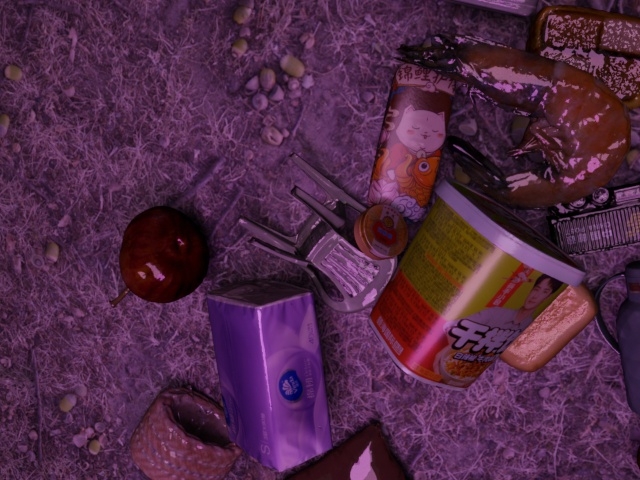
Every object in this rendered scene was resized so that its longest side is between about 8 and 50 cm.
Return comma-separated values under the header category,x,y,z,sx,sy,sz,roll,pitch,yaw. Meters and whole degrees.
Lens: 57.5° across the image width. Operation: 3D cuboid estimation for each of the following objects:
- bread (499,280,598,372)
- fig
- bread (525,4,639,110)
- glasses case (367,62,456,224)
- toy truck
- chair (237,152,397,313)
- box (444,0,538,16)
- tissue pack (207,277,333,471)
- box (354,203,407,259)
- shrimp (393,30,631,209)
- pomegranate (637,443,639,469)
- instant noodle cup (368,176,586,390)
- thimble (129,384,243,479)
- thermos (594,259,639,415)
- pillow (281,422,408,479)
category,x,y,z,sx,sy,sz,roll,pitch,yaw
bread,0.424,0.149,1.141,0.147,0.098,0.217,44,105,-1
fig,-0.353,0.044,1.275,0.249,0.186,0.204,-30,68,56
bread,0.480,-0.323,1.053,0.222,0.096,0.182,15,100,10
glasses case,0.176,-0.189,1.142,0.122,0.082,0.321,12,100,-1
toy truck,0.561,-0.052,1.085,0.258,0.088,0.121,-12,95,15
chair,0.000,0.000,1.170,0.274,0.191,0.203,33,107,-24
box,0.269,-0.516,1.034,0.311,0.175,0.183,17,111,9
tissue pack,-0.112,0.256,1.197,0.242,0.160,0.339,3,104,54
box,0.114,-0.015,1.102,0.037,0.105,0.106,-25,95,56
shrimp,0.320,-0.219,1.047,0.444,0.085,0.272,30,122,4
pomegranate,0.684,0.437,1.107,0.138,0.163,0.126,22,122,-14
instant noodle cup,0.261,0.092,1.061,0.293,0.294,0.308,34,108,5
thimble,-0.293,0.444,1.298,0.229,0.196,0.148,35,104,6
thermos,0.618,0.178,1.092,0.182,0.144,0.287,-8,97,47
pillow,0.084,0.602,1.290,0.305,0.108,0.308,-34,94,11
